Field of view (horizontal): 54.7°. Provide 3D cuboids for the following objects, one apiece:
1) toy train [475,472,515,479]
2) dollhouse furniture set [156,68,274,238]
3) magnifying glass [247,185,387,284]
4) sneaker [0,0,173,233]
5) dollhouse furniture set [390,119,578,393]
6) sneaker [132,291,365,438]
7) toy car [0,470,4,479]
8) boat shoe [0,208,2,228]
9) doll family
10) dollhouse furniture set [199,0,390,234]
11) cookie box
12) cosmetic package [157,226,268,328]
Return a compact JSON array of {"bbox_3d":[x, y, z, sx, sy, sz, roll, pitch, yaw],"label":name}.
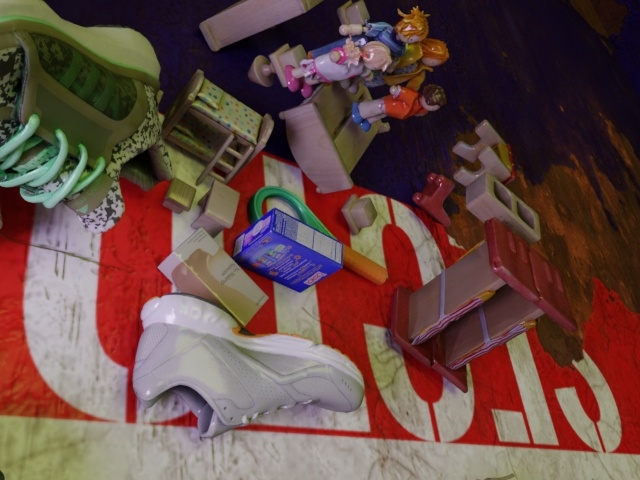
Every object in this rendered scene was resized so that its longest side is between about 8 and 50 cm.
[{"bbox_3d":[0.175,0.363,0.721,0.248,0.105,0.144,8,68,-40],"label":"toy train"},{"bbox_3d":[-0.164,-0.121,0.735,0.181,0.101,0.161,29,46,-25],"label":"dollhouse furniture set"},{"bbox_3d":[0.000,0.000,0.863,0.231,0.026,0.092,32,45,-24],"label":"magnifying glass"},{"bbox_3d":[-0.231,-0.091,0.541,0.182,0.158,0.410,64,20,-7],"label":"sneaker"},{"bbox_3d":[0.239,0.011,0.957,0.152,0.201,0.374,36,37,-18],"label":"dollhouse furniture set"},{"bbox_3d":[-0.074,0.155,0.645,0.262,0.099,0.121,22,56,-21],"label":"sneaker"},{"bbox_3d":[-0.247,0.240,0.418,0.155,0.149,0.188,-1,35,-47],"label":"toy car"},{"bbox_3d":[-0.384,-0.015,0.448,0.103,0.113,0.302,53,39,8],"label":"boat shoe"},{"bbox_3d":[0.078,-0.243,0.821,0.263,0.163,0.118,10,74,-56],"label":"doll family"},{"bbox_3d":[-0.011,-0.228,0.993,0.356,0.173,0.303,64,36,-25],"label":"dollhouse furniture set"},{"bbox_3d":[-0.040,0.015,0.764,0.107,0.092,0.040,28,50,-27],"label":"cookie box"},{"bbox_3d":[-0.121,0.048,0.704,0.115,0.041,0.060,46,41,-8],"label":"cosmetic package"}]
